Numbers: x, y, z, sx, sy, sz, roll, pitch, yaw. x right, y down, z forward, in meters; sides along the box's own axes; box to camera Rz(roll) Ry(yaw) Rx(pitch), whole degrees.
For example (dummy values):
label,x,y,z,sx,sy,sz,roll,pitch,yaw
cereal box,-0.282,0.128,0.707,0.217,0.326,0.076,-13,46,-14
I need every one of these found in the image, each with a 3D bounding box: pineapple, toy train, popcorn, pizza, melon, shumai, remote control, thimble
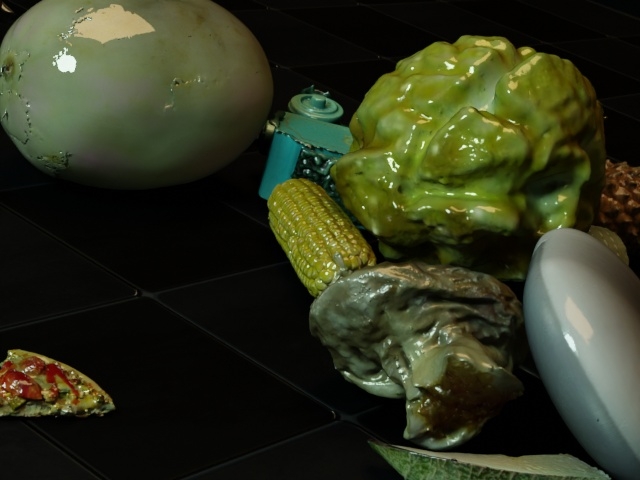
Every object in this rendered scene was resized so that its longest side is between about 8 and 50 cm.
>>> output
label,x,y,z,sx,sy,sz,roll,pitch,yaw
pineapple,0.449,-0.027,1.837,0.277,0.130,0.119,11,34,-12
toy train,0.026,-0.089,1.759,0.203,0.112,0.163,12,27,-3
popcorn,0.165,-0.073,1.574,0.282,0.247,0.282,20,-14,5
pizza,-0.209,0.114,1.208,0.099,0.029,0.100,13,21,-6
melon,-0.202,-0.165,1.645,0.317,0.223,0.223,-3,27,-38
melon,0.133,0.185,1.213,0.182,0.054,0.098,7,16,-18
shumai,0.096,0.105,1.298,0.209,0.161,0.153,27,33,-43
remote control,0.249,0.098,1.316,0.221,0.103,0.332,57,14,-3
thimble,0.282,0.024,1.662,0.062,0.084,0.110,8,5,-26

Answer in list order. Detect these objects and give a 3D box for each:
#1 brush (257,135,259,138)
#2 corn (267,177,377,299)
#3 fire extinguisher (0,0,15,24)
label,x,y,z,sx,sy,sz,roll,pitch,yaw
brush,-0.181,-0.133,1.868,0.103,0.013,0.272,27,26,31
corn,0.000,0.000,1.557,0.080,0.080,0.238,5,24,-21
fire extinguisher,-0.440,-0.260,1.603,0.135,0.114,0.337,55,30,8
